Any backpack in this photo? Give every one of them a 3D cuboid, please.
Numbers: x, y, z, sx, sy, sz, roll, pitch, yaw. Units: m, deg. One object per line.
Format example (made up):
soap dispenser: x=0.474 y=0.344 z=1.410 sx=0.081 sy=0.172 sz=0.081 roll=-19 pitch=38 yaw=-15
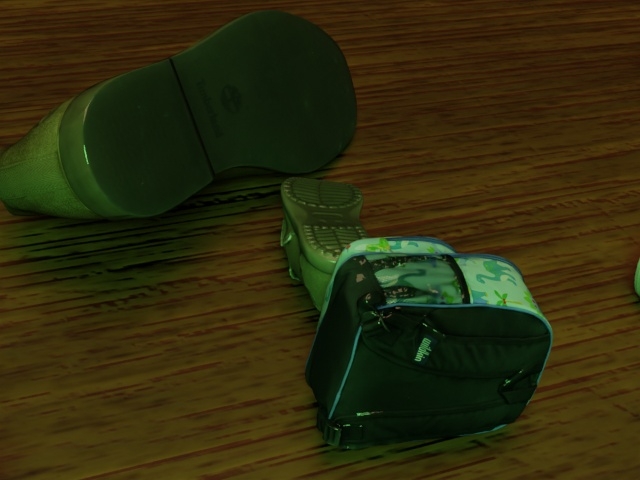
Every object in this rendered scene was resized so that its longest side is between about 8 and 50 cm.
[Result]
backpack: x=0.056 y=0.049 z=0.558 sx=0.114 sy=0.105 sz=0.084 roll=2 pitch=38 yaw=-18

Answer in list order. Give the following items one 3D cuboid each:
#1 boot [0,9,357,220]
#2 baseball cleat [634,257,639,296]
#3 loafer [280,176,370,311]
boot: x=-0.084 y=-0.081 z=0.710 sx=0.115 sy=0.112 sz=0.305 roll=-11 pitch=9 yaw=37
baseball cleat: x=0.244 y=0.050 z=0.642 sx=0.109 sy=0.072 sz=0.206 roll=3 pitch=32 yaw=19
loafer: x=0.000 y=0.000 z=0.661 sx=0.056 sy=0.050 sz=0.148 roll=8 pitch=21 yaw=-5
